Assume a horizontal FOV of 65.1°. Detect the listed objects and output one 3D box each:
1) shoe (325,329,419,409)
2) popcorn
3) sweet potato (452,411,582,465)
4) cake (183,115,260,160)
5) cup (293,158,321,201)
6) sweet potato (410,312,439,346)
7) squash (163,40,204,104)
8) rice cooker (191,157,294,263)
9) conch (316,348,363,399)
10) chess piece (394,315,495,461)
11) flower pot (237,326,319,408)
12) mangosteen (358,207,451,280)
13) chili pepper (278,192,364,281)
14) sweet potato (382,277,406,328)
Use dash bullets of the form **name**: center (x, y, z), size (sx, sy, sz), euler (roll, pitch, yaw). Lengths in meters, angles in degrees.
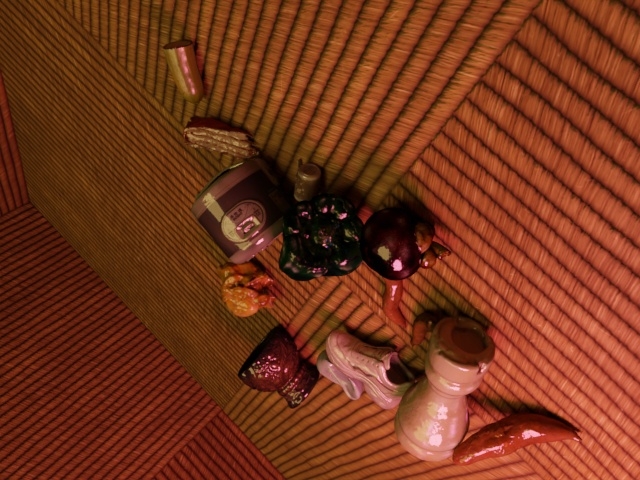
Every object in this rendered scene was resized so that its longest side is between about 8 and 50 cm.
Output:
- **shoe**: center (0.180, 0.407, 1.708), size (0.342, 0.132, 0.210), euler (43, 137, 6)
- **popcorn**: center (-0.295, 0.192, 1.959), size (0.253, 0.190, 0.191), euler (27, 145, 22)
- **sweet potato**: center (0.535, 0.551, 1.420), size (0.354, 0.106, 0.095), euler (-22, 148, 20)
- **cake**: center (-0.325, -0.323, 1.610), size (0.287, 0.135, 0.098), euler (21, 121, 21)
- **cup**: center (-0.036, -0.179, 1.473), size (0.074, 0.102, 0.099), euler (6, 136, -6)
- **sweet potato**: center (0.306, 0.259, 1.498), size (0.249, 0.059, 0.069), euler (107, 155, -63)
- **squash**: center (-0.416, -0.512, 1.548), size (0.095, 0.095, 0.188), euler (21, 135, 34)
- **rice cooker**: center (-0.237, -0.098, 1.576), size (0.277, 0.288, 0.288), euler (53, 144, -3)
- **conch**: center (0.081, 0.483, 1.854), size (0.221, 0.121, 0.185), euler (33, 172, 32)
- **chess piece**: center (0.360, 0.429, 1.449), size (0.234, 0.234, 0.442), euler (30, 135, 25)
- **flower pot**: center (-0.161, 0.539, 2.079), size (0.267, 0.266, 0.266), euler (41, 144, -6)
- **mangosteen**: center (0.215, 0.008, 1.283), size (0.230, 0.194, 0.194), euler (-3, 123, 19)
- **chili pepper**: center (0.000, 0.000, 1.433), size (0.257, 0.248, 0.233), euler (128, 137, -71)
- **sweet potato**: center (0.216, 0.167, 1.507), size (0.059, 0.067, 0.281), euler (-113, 9, -48)
